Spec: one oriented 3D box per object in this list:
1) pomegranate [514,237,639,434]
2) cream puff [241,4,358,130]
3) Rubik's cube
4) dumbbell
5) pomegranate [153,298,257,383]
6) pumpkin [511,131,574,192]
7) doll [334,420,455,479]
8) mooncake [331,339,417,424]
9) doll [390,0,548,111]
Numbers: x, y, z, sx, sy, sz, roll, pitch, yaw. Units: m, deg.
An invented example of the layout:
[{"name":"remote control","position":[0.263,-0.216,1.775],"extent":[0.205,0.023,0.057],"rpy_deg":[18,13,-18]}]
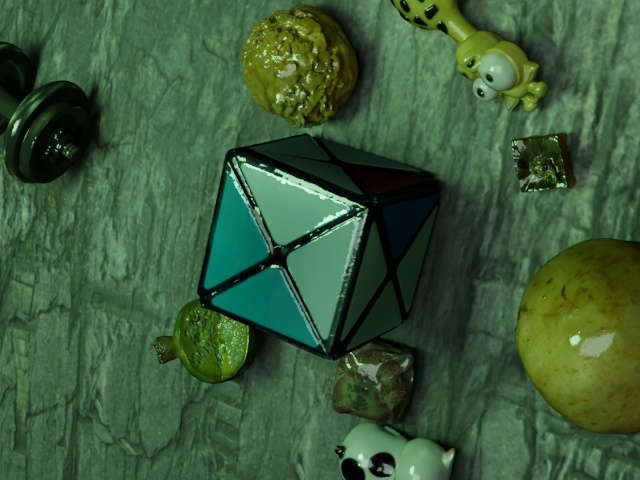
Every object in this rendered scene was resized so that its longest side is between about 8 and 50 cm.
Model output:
[{"name":"pomegranate","position":[0.380,0.124,1.485],"extent":[0.260,0.260,0.260],"rpy_deg":[6,102,27]},{"name":"cream puff","position":[-0.038,-0.255,1.704],"extent":[0.189,0.129,0.189],"rpy_deg":[6,102,30]},{"name":"Rubik's cube","position":[0.000,0.000,1.666],"extent":[0.248,0.250,0.246],"rpy_deg":[21,109,25]},{"name":"dumbbell","position":[-0.512,-0.216,1.926],"extent":[0.290,0.192,0.192],"rpy_deg":[33,113,20]},{"name":"pomegranate","position":[-0.184,0.165,1.861],"extent":[0.169,0.122,0.143],"rpy_deg":[-17,85,-5]},{"name":"pumpkin","position":[0.309,-0.107,1.593],"extent":[0.074,0.054,0.083],"rpy_deg":[-8,101,33]},{"name":"doll","position":[0.118,0.345,1.753],"extent":[0.180,0.107,0.110],"rpy_deg":[11,87,21]},{"name":"mooncake","position":[0.082,0.218,1.765],"extent":[0.125,0.073,0.130],"rpy_deg":[12,107,24]},{"name":"doll","position":[0.198,-0.288,1.599],"extent":[0.291,0.086,0.117],"rpy_deg":[47,157,10]}]
